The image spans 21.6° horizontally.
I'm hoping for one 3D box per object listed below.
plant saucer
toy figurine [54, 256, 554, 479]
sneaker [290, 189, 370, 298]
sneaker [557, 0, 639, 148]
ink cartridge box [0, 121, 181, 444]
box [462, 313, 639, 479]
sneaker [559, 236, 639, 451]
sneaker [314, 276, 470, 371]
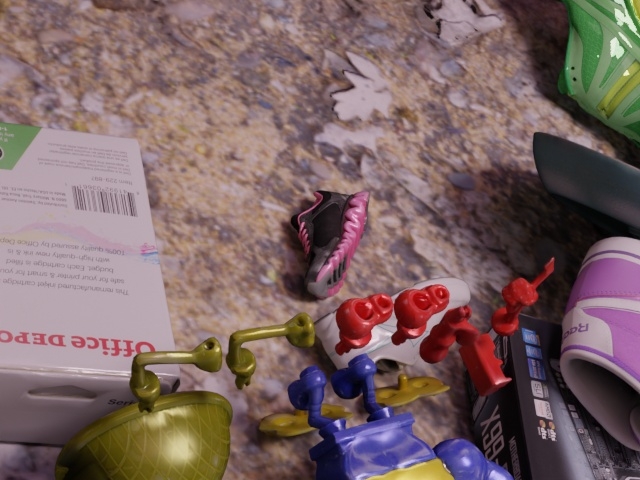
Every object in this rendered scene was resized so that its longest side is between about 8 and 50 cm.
[{"bbox_3d":[0.311,-0.001,1.405,0.317,0.044,0.317,27,1,0],"label":"plant saucer"},{"bbox_3d":[0.037,0.171,1.103,0.362,0.191,0.217,-11,65,-35],"label":"toy figurine"},{"bbox_3d":[0.000,0.000,1.336,0.057,0.047,0.119,16,41,8],"label":"sneaker"},{"bbox_3d":[0.297,-0.146,1.610,0.109,0.123,0.296,12,56,-67],"label":"sneaker"},{"bbox_3d":[-0.193,0.028,1.147,0.154,0.093,0.212,6,48,-27],"label":"ink cartridge box"},{"bbox_3d":[0.243,0.217,1.259,0.242,0.076,0.307,15,45,-20],"label":"box"},{"bbox_3d":[0.308,0.123,1.266,0.282,0.102,0.161,23,45,3],"label":"sneaker"},{"bbox_3d":[0.061,0.070,1.305,0.152,0.053,0.061,-17,78,-38],"label":"sneaker"}]
